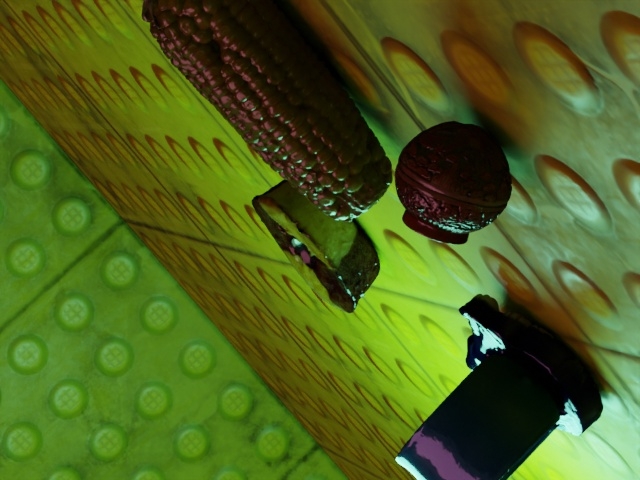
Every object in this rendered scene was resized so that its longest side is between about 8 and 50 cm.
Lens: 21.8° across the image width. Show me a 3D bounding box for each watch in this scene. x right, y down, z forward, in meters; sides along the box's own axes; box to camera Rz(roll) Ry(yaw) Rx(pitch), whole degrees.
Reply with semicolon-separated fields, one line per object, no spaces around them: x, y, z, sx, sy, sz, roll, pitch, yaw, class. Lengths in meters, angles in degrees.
0.172;0.184;1.705;0.171;0.200;0.196;39;163;20;watch

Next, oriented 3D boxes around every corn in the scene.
-0.054;-0.153;1.593;0.322;0.119;0.119;51;167;-16;corn

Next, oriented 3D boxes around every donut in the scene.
0.000;0.000;1.999;0.184;0.073;0.166;51;168;-15;donut

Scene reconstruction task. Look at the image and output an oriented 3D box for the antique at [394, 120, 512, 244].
0.112;-0.052;1.388;0.104;0.104;0.104;44;168;12;antique
